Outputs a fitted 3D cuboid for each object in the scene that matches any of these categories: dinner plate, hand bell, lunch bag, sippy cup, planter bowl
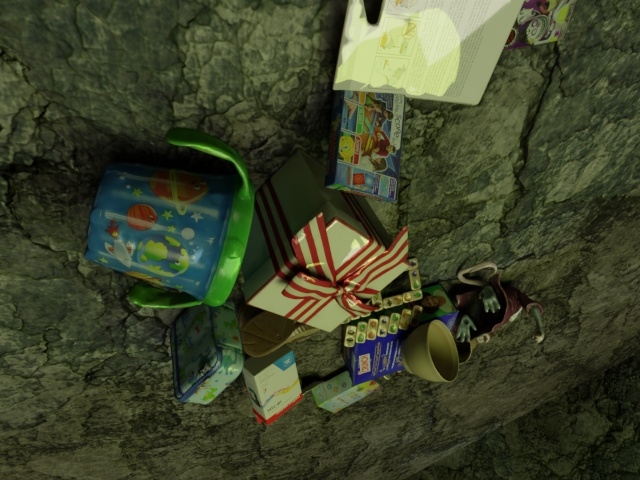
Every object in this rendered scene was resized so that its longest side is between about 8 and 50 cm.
[{"bbox_3d":[-0.052,0.506,1.390,0.141,0.017,0.141,-28,165,-9],"label":"dinner plate"},{"bbox_3d":[0.567,0.363,1.510,0.242,0.126,0.126,-2,134,-37],"label":"hand bell"},{"bbox_3d":[-0.262,0.241,0.925,0.090,0.219,0.176,28,117,-40],"label":"lunch bag"},{"bbox_3d":[-0.252,-0.023,0.688,0.224,0.240,0.305,14,87,-21],"label":"sippy cup"},{"bbox_3d":[0.287,0.307,1.119,0.109,0.162,0.162,-24,143,36],"label":"planter bowl"}]

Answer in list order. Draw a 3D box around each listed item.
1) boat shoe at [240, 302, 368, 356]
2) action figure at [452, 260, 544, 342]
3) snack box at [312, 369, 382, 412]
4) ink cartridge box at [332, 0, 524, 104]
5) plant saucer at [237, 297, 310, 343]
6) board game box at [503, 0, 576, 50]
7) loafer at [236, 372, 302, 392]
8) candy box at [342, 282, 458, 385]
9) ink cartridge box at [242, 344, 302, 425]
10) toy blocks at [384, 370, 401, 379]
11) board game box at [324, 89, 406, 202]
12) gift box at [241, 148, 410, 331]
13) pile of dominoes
[{"bbox_3d":[-0.032,0.163,0.987,0.341,0.121,0.110,-25,174,6],"label":"boat shoe"},{"bbox_3d":[0.554,0.205,1.321,0.370,0.275,0.248,-5,167,-44],"label":"action figure"},{"bbox_3d":[0.097,0.525,1.456,0.207,0.070,0.174,-30,143,7],"label":"snack box"},{"bbox_3d":[0.165,-0.360,0.601,0.261,0.066,0.296,2,134,-11],"label":"ink cartridge box"},{"bbox_3d":[-0.081,0.192,1.090,0.278,0.041,0.277,-12,136,-12],"label":"plant saucer"},{"bbox_3d":[0.329,-0.473,0.618,0.208,0.056,0.346,-12,136,-7],"label":"board game box"},{"bbox_3d":[-0.156,0.450,1.273,0.096,0.084,0.268,-43,134,19],"label":"loafer"},{"bbox_3d":[0.230,0.291,1.261,0.317,0.122,0.268,-14,136,-13],"label":"candy box"},{"bbox_3d":[-0.132,0.422,1.175,0.134,0.078,0.230,-28,121,-34],"label":"ink cartridge box"},{"bbox_3d":[0.279,0.401,1.406,0.148,0.054,0.123,-41,173,18],"label":"toy blocks"},{"bbox_3d":[0.081,-0.177,0.709,0.136,0.035,0.201,11,82,-31],"label":"board game box"},{"bbox_3d":[0.000,0.000,0.778,0.255,0.258,0.276,23,121,-39],"label":"gift box"},{"bbox_3d":[0.163,0.167,1.089,0.251,0.040,0.195,-13,97,-11],"label":"pile of dominoes"}]
